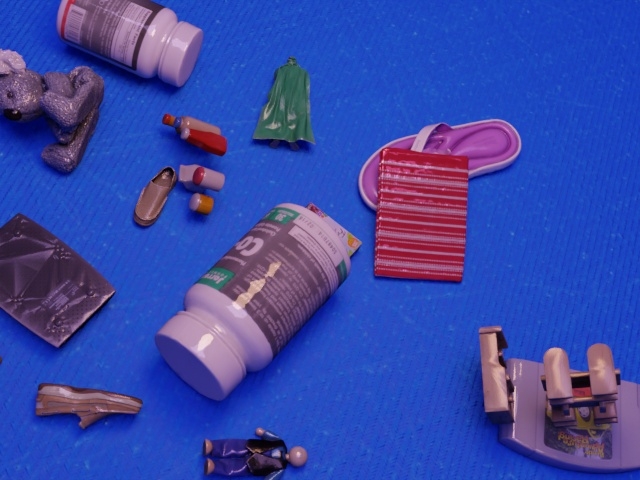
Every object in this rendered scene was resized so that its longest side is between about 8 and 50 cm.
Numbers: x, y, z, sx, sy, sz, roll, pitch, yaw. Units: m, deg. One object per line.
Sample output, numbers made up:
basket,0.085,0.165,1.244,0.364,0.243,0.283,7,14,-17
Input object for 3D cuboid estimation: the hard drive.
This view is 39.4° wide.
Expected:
hard drive,-0.535,0.079,1.701,0.255,0.054,0.172,37,62,9

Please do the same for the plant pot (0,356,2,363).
plant pot,-0.707,0.198,1.530,0.212,0.187,0.212,31,61,6

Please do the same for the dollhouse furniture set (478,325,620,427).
dollhouse furniture set,0.427,0.243,1.662,0.242,0.212,0.160,-8,63,16

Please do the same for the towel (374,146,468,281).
towel,0.212,-0.055,1.880,0.199,0.031,0.274,4,86,-10

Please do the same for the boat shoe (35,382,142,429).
boat shoe,-0.417,0.304,1.609,0.190,0.068,0.072,6,74,3

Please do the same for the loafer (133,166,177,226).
loafer,-0.340,-0.096,1.834,0.056,0.050,0.148,21,61,0

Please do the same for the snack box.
snack box,0.000,0.000,1.857,0.141,0.037,0.100,39,63,10

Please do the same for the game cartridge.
game cartridge,0.500,0.353,1.764,0.294,0.060,0.196,12,65,-5

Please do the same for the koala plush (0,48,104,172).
koala plush,-0.573,-0.286,1.821,0.221,0.196,0.203,16,49,-2

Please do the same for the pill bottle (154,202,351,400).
pill bottle,-0.124,0.113,1.678,0.204,0.204,0.361,38,61,10

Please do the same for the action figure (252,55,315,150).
action figure,-0.071,-0.313,1.993,0.137,0.063,0.232,8,65,-5

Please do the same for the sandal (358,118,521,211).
sandal,0.265,-0.192,1.973,0.416,0.102,0.169,-24,69,-21

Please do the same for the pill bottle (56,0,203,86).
pill bottle,-0.410,-0.451,1.944,0.283,0.161,0.161,24,61,1

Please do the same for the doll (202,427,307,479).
doll,-0.115,0.398,1.621,0.189,0.046,0.129,2,53,-17

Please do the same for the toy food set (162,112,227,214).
toy food set,-0.263,-0.173,1.836,0.105,0.111,0.232,17,54,-31
